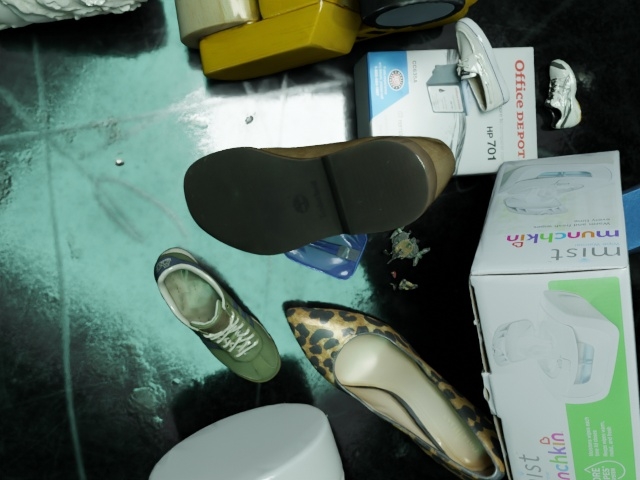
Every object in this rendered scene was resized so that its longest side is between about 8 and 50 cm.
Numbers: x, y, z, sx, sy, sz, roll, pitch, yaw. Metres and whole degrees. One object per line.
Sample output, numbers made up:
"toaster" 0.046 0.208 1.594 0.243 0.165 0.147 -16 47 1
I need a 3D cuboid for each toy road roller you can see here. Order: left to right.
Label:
"toy road roller" 0.025 -0.292 0.639 0.329 0.240 0.203 -5 96 29

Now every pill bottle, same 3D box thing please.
"pill bottle" -0.026 0.390 0.634 0.224 0.224 0.392 -18 96 -7

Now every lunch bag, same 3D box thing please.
"lunch bag" 0.000 0.000 0.694 0.098 0.065 0.067 20 90 -10

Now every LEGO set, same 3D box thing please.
"LEGO set" 0.099 0.018 0.735 0.054 0.023 0.083 15 104 -7

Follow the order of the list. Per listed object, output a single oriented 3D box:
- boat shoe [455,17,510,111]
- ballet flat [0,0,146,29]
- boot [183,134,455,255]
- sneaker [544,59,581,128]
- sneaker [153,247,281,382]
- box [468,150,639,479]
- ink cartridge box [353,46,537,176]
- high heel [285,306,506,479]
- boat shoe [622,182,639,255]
"boat shoe" 0.161 -0.182 0.641 0.035 0.035 0.100 -30 102 -9
"ballet flat" -0.368 -0.289 0.607 0.408 0.147 0.147 21 90 -6
"boot" -0.009 -0.055 0.632 0.305 0.115 0.112 -1 108 33
"sneaker" 0.289 -0.176 0.742 0.036 0.032 0.083 -18 95 -7
"sneaker" -0.115 0.091 0.671 0.064 0.086 0.192 -41 98 -4
"box" 0.240 0.079 0.608 0.126 0.231 0.262 -4 117 25
"ink cartridge box" 0.141 -0.142 0.698 0.190 0.082 0.140 -5 94 -7
"high heel" 0.079 0.155 0.653 0.261 0.186 0.093 34 90 -9
"boat shoe" 0.415 -0.042 0.746 0.258 0.089 0.109 -9 82 -3
